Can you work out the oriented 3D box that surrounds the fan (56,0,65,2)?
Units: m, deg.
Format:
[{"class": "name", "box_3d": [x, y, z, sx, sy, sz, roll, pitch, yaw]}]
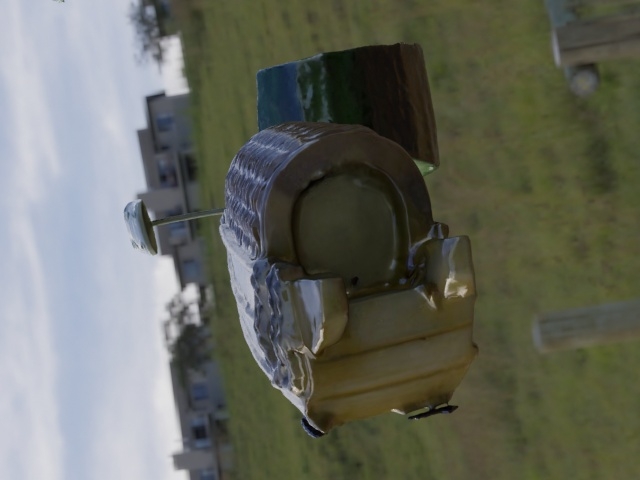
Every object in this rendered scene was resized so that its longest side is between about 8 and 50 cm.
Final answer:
[{"class": "fan", "box_3d": [-0.346, -0.375, 1.292, 0.009, 0.131, 0.240, -59, -42, -57]}]

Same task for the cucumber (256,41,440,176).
[{"class": "cucumber", "box_3d": [0.025, -0.116, 1.128, 0.191, 0.191, 0.130, 17, -119, -83]}]

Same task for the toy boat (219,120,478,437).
[{"class": "toy boat", "box_3d": [0.000, 0.000, 0.550, 0.310, 0.089, 0.115, -134, 32, -76]}]

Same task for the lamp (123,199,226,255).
[{"class": "lamp", "box_3d": [-0.065, -0.028, 0.952, 0.056, 0.198, 0.050, -5, 99, 63]}]
